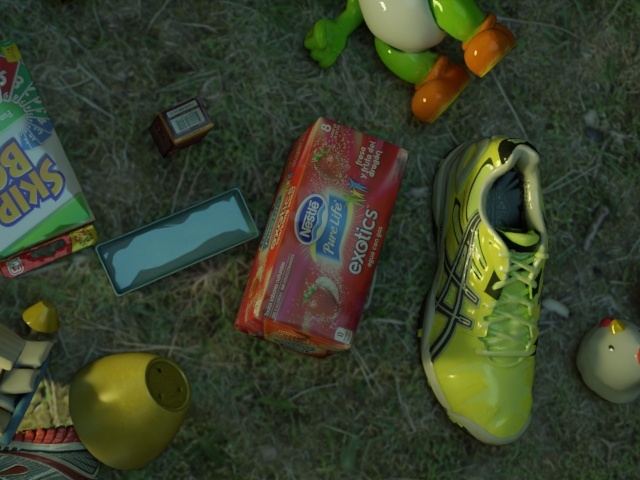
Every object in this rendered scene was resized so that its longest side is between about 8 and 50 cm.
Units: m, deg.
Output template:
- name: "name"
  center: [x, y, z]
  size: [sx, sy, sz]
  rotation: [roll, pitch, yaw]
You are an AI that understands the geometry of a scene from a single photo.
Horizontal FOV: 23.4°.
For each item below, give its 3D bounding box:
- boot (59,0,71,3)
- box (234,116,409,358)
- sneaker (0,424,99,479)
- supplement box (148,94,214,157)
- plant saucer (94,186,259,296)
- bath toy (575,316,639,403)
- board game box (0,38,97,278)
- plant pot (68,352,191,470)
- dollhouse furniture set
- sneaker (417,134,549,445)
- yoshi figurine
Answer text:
- name: "boot"
  center: [-0.316, -0.368, 1.765]
  size: [0.085, 0.236, 0.178]
  rotation: [-32, 95, -2]
- name: "box"
  center: [0.000, 0.000, 1.841]
  size: [0.123, 0.128, 0.257]
  rotation: [20, 76, -12]
- name: "sneaker"
  center: [-0.352, 0.258, 1.712]
  size: [0.225, 0.088, 0.092]
  rotation: [-4, 83, -17]
- name: "supplement box"
  center: [-0.166, -0.135, 1.839]
  size: [0.055, 0.083, 0.043]
  rotation: [-27, 88, -19]
- name: "plant saucer"
  center: [-0.171, 0.002, 1.849]
  size: [0.192, 0.018, 0.067]
  rotation: [-24, 88, -18]
- name: "bath toy"
  center: [0.476, 0.077, 1.970]
  size: [0.348, 0.129, 0.151]
  rotation: [-31, 90, -18]
- name: "board game box"
  center: [-0.363, -0.094, 1.802]
  size: [0.124, 0.039, 0.259]
  rotation: [-24, 90, -18]
- name: "plant pot"
  center: [-0.200, 0.179, 1.736]
  size: [0.134, 0.095, 0.134]
  rotation: [30, 45, -34]
- name: "dollhouse furniture set"
  center: [-0.416, 0.076, 1.615]
  size: [0.286, 0.303, 0.198]
  rotation: [27, 115, -6]
- name: "sneaker"
  center: [0.206, 0.056, 1.883]
  size: [0.145, 0.147, 0.384]
  rotation: [-1, 82, -18]
- name: "yoshi figurine"
  center: [0.060, -0.316, 1.886]
  size: [0.203, 0.203, 0.362]
  rotation: [-42, 91, -12]
